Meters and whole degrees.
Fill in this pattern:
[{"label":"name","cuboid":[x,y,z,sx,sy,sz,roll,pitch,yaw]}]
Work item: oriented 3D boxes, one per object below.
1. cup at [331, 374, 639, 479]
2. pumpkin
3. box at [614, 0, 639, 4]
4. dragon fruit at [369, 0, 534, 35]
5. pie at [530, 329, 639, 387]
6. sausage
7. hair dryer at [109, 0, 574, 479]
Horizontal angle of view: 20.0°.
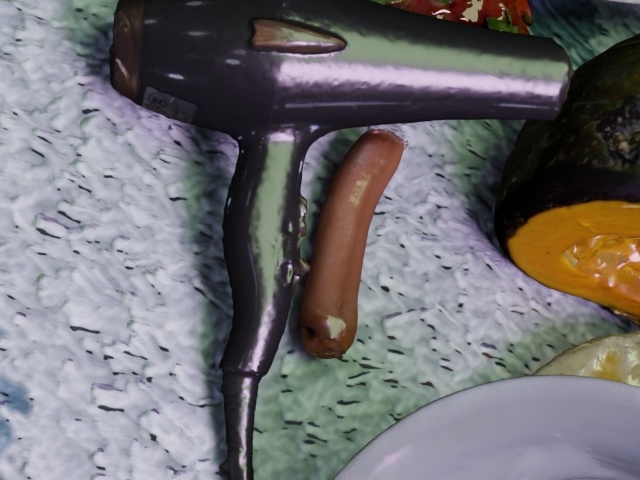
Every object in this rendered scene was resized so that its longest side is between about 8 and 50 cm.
[{"label":"cup","cuboid":[0.154,0.262,1.102,0.163,0.347,0.347,33,44,-70]},{"label":"pumpkin","cuboid":[0.300,-0.054,1.358,0.325,0.242,0.232,27,66,-31]},{"label":"box","cuboid":[0.274,-0.289,1.463,0.260,0.111,0.194,1,107,-39]},{"label":"dragon fruit","cuboid":[0.096,-0.167,1.334,0.236,0.135,0.137,18,61,-54]},{"label":"pie","cuboid":[0.238,0.227,1.304,0.338,0.075,0.337,14,65,-34]},{"label":"sausage","cuboid":[0.019,0.000,1.251,0.040,0.047,0.176,42,51,-39]},{"label":"hair dryer","cuboid":[0.000,0.000,1.186,0.304,0.120,0.359,7,82,-9]}]
